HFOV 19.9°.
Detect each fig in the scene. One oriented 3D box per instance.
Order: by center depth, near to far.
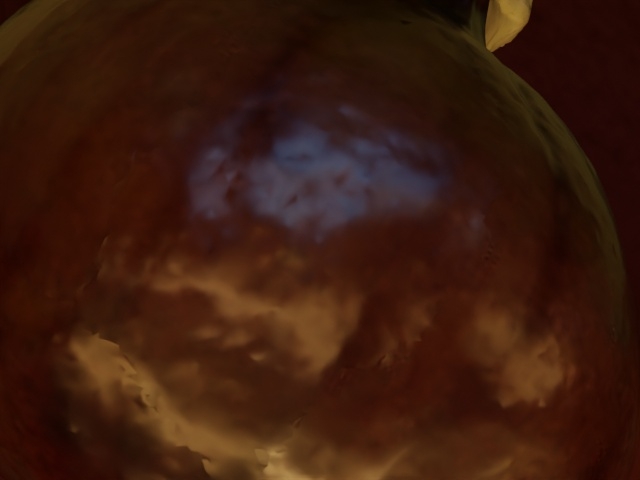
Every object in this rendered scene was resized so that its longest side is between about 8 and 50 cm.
[{"bbox_3d":[-0.007,0.017,0.545,0.214,0.235,0.235,-43,144,-33],"label":"fig"}]

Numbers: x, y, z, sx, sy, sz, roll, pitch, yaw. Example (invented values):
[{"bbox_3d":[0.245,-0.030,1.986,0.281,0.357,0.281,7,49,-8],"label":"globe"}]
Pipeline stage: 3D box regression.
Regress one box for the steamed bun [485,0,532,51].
[{"bbox_3d":[-0.010,-0.198,1.118,0.275,0.320,0.206,-24,116,-35],"label":"steamed bun"}]
